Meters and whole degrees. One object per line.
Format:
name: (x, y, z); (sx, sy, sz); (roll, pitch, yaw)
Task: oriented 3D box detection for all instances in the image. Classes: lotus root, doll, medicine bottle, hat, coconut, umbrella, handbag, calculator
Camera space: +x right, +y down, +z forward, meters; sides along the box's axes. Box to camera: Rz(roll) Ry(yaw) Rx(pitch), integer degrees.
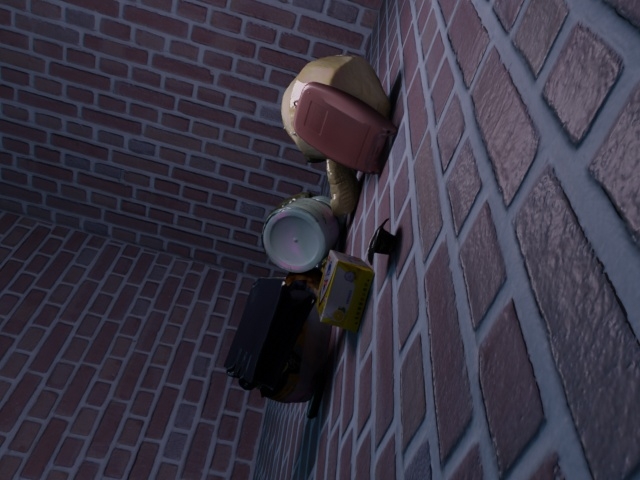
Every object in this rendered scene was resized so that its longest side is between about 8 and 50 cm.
lotus root: (-0.048, 0.169, 2.254); (0.314, 0.169, 0.141); (-97, 30, -68)
doll: (-0.007, 0.112, 2.536); (0.179, 0.089, 0.102); (4, 78, 61)
medicine bottle: (-0.048, -0.039, 2.274); (0.290, 0.245, 0.244); (-41, -29, -63)
hat: (0.139, 0.007, 1.382); (0.121, 0.050, 0.121); (-160, 90, -90)
coconut: (0.061, -0.424, 2.015); (0.352, 0.353, 0.352); (-165, 90, -85)
umbrella: (-0.012, 0.453, 1.811); (0.036, 0.031, 0.133); (162, 124, -82)
handbag: (-0.158, 0.276, 1.827); (0.303, 0.122, 0.329); (-7, 60, 67)
calculator: (0.053, -0.332, 1.839); (0.048, 0.330, 0.220); (-43, -21, -46)

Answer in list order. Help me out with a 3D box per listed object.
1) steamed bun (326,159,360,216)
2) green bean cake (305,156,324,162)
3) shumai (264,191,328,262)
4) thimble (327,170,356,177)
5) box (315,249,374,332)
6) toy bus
steamed bun: (0.087, -0.182, 2.219); (0.231, 0.111, 0.212); (63, -157, -66)
green bean cake: (0.050, -0.394, 2.449); (0.255, 0.241, 0.132); (-172, 67, -83)
shumai: (-0.063, -0.015, 2.654); (0.330, 0.292, 0.288); (109, 144, -46)
thimble: (0.085, -0.277, 2.461); (0.130, 0.118, 0.090); (22, -101, -77)
box: (0.058, 0.126, 1.647); (0.265, 0.097, 0.168); (-115, 40, -82)
toy bus: (-0.064, 0.327, 1.948); (0.171, 0.162, 0.386); (-44, 28, 46)
